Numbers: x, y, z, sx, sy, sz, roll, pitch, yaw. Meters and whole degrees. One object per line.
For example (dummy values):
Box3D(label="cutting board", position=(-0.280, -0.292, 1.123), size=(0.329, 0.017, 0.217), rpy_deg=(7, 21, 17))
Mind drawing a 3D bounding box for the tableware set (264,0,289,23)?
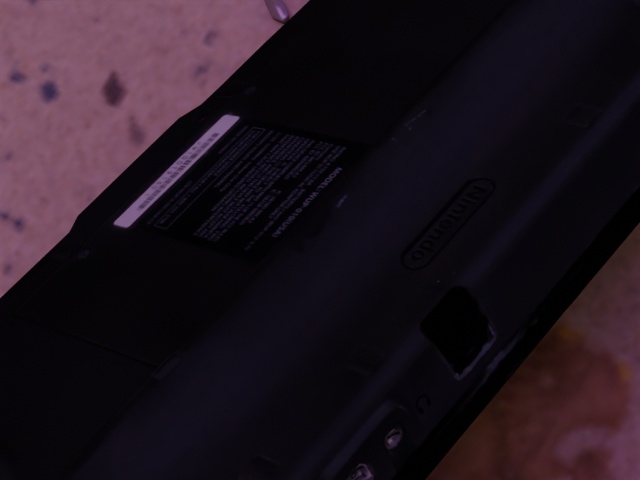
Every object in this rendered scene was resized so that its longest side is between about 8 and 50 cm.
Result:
Box3D(label="tableware set", position=(0.021, -0.156, 0.689), size=(0.154, 0.024, 0.104), rpy_deg=(-31, 67, 3))

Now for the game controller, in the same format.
Box3D(label="game controller", position=(0.000, 0.000, 0.558), size=(0.166, 0.067, 0.319), rpy_deg=(7, 46, 50))
